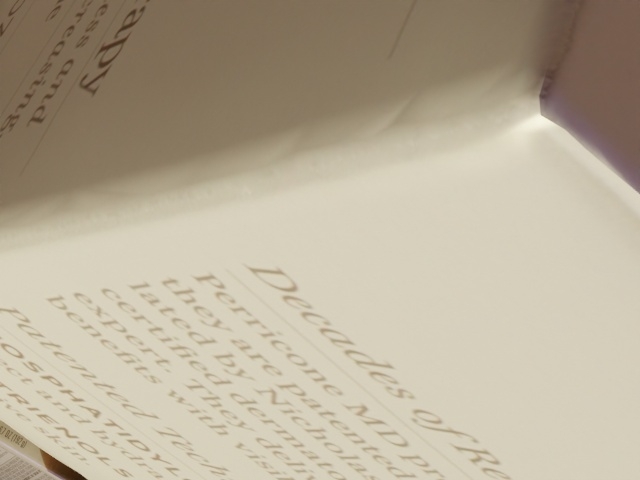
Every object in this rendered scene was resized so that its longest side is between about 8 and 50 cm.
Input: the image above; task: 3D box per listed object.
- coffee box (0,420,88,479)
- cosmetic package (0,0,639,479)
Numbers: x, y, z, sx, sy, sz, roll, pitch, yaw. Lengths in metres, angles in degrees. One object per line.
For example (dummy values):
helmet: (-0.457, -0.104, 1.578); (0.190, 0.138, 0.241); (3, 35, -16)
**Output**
coffee box: (-0.225, 0.112, 1.461); (0.297, 0.168, 0.119); (33, 155, -12)
cosmetic package: (0.100, -0.040, 0.631); (0.327, 0.329, 0.394); (41, 152, -26)
